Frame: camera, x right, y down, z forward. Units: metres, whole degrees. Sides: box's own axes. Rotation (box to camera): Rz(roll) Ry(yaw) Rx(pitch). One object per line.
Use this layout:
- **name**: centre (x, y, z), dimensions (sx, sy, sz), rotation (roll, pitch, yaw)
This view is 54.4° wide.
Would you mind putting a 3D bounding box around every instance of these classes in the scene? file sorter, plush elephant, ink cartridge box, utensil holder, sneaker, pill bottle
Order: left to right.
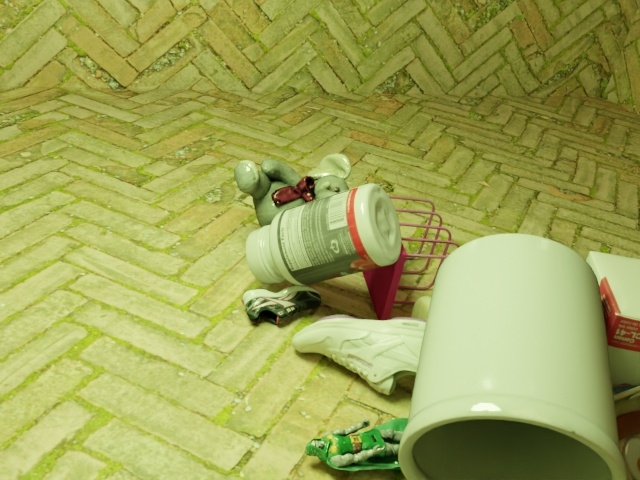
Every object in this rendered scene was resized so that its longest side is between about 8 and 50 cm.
- **sneaker**: centre (-0.084, 0.154, 1.397), dimensions (0.178, 0.072, 0.077), rotation (-5, 48, -12)
- **plush elephant**: centre (-0.034, -0.093, 1.598), dimensions (0.255, 0.272, 0.330), rotation (-12, 4, 12)
- **pill bottle**: centre (0.000, 0.000, 1.354), dimensions (0.318, 0.177, 0.176), rotation (-15, 21, 28)
- **sneaker**: centre (0.084, 0.230, 1.256), dimensions (0.304, 0.114, 0.152), rotation (-2, 71, 17)
- **file sorter**: centre (0.219, 0.039, 1.520), dimensions (0.182, 0.202, 0.291), rotation (4, 32, -12)
- **utensil holder**: centre (0.320, 0.223, 1.055), dimensions (0.327, 0.328, 0.386), rotation (13, 46, 6)
- **ink cartridge box**: centre (0.568, 0.210, 1.241), dimensions (0.131, 0.307, 0.226), rotation (11, 31, 2)

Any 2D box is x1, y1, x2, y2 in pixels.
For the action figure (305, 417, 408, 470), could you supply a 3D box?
- **action figure**: centre (0.085, 0.362, 1.100), dimensions (0.232, 0.064, 0.137), rotation (1, 25, -18)

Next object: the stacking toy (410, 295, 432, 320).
- **stacking toy**: centre (0.374, 0.186, 1.375), dimensions (0.329, 0.141, 0.141), rotation (-1, 33, -14)

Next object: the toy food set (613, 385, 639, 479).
- **toy food set**: centre (0.613, 0.391, 1.055), dimensions (0.219, 0.092, 0.306), rotation (-9, 72, -27)
